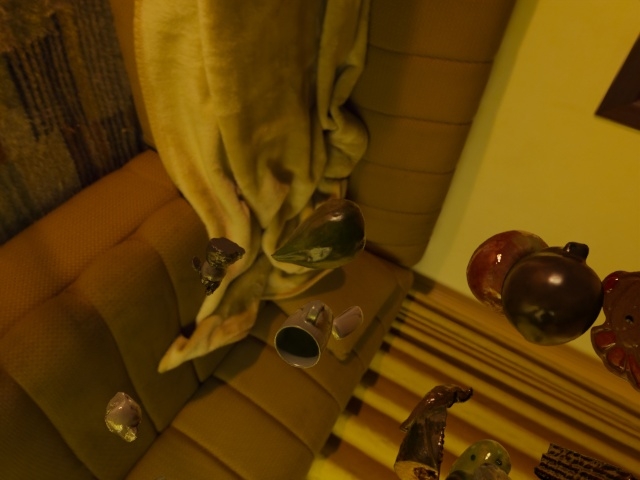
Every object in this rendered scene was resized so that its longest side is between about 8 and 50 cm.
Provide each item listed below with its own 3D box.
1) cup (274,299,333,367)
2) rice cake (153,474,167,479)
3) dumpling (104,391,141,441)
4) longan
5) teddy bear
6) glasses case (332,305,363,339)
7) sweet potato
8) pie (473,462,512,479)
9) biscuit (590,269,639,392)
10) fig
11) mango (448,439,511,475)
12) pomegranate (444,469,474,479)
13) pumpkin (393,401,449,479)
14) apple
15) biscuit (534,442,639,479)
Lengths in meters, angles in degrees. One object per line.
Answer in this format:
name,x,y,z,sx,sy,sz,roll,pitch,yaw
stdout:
cup,-0.034,0.316,1.844,0.234,0.186,0.258,-50,166,-57
rice cake,-0.369,0.539,1.017,0.045,0.042,0.245,-28,168,-12
dumpling,-0.765,0.683,1.852,0.092,0.150,0.177,-93,160,-66
longan,0.613,0.137,1.288,0.300,0.243,0.301,19,90,-85
teddy bear,-0.444,0.089,2.022,0.251,0.171,0.144,-52,176,25
glasses case,0.118,0.352,2.082,0.233,0.059,0.092,-25,99,-56
sweet potato,0.423,0.600,1.773,0.309,0.098,0.124,-29,132,-12
pie,0.429,0.619,1.037,0.071,0.306,0.306,-39,168,14
biscuit,0.931,0.242,1.344,0.074,0.381,0.359,10,124,-35
fig,0.016,0.004,1.171,0.233,0.167,0.167,-49,164,6
mango,0.541,0.795,1.680,0.175,0.143,0.293,-23,153,-38
pomegranate,0.391,0.691,1.235,0.152,0.191,0.131,-62,155,1
pumpkin,0.245,0.479,1.148,0.279,0.111,0.163,73,33,-48
apple,0.613,0.113,1.578,0.309,0.278,0.250,-12,169,-23
biscuit,0.456,0.413,0.792,0.070,0.106,0.252,-49,173,-11
